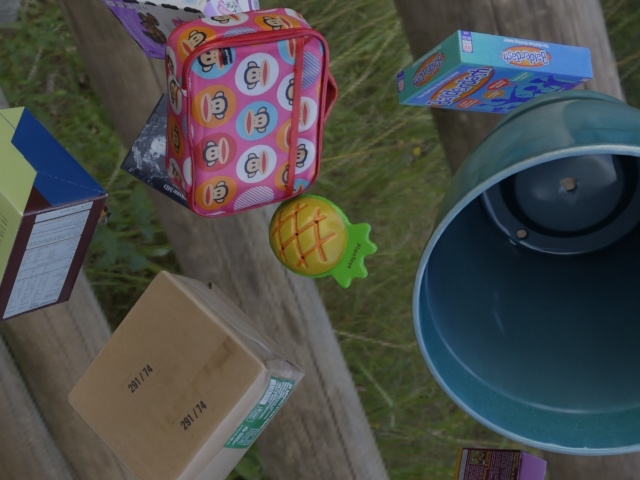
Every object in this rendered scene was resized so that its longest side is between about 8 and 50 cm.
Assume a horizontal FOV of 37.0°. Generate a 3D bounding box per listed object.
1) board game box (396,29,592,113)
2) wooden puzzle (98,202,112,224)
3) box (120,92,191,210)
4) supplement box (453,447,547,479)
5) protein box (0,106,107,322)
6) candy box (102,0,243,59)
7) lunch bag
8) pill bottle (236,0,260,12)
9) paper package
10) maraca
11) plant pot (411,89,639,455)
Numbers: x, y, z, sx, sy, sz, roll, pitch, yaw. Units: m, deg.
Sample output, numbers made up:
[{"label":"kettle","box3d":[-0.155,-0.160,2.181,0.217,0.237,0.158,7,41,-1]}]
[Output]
[{"label":"board game box","box3d":[0.233,-0.222,1.294,0.210,0.160,0.047,2,78,-25]},{"label":"wooden puzzle","box3d":[-0.426,-0.058,1.809,0.083,0.049,0.006,53,14,28]},{"label":"box","box3d":[-0.246,-0.154,1.713,0.156,0.093,0.158,31,90,4]},{"label":"supplement box","box3d":[0.177,0.238,0.951,0.043,0.083,0.055,28,66,-34]},{"label":"protein box","box3d":[-0.420,-0.035,1.278,0.200,0.201,0.136,44,36,21]},{"label":"candy box","box3d":[-0.215,-0.344,1.481,0.070,0.196,0.165,-67,153,-17]},{"label":"lunch bag","box3d":[-0.093,-0.188,1.401,0.258,0.120,0.293,-15,131,-24]},{"label":"pill bottle","box3d":[-0.185,-0.348,1.867,0.169,0.169,0.301,-1,78,-45]},{"label":"paper package","box3d":[-0.249,0.269,1.752,0.325,0.309,0.168,-53,155,7]},{"label":"maraca","box3d":[0.000,0.000,1.485,0.099,0.186,0.127,-1,112,-64]},{"label":"plant pot","box3d":[0.224,-0.003,0.821,0.271,0.272,0.255,61,21,-21]}]
